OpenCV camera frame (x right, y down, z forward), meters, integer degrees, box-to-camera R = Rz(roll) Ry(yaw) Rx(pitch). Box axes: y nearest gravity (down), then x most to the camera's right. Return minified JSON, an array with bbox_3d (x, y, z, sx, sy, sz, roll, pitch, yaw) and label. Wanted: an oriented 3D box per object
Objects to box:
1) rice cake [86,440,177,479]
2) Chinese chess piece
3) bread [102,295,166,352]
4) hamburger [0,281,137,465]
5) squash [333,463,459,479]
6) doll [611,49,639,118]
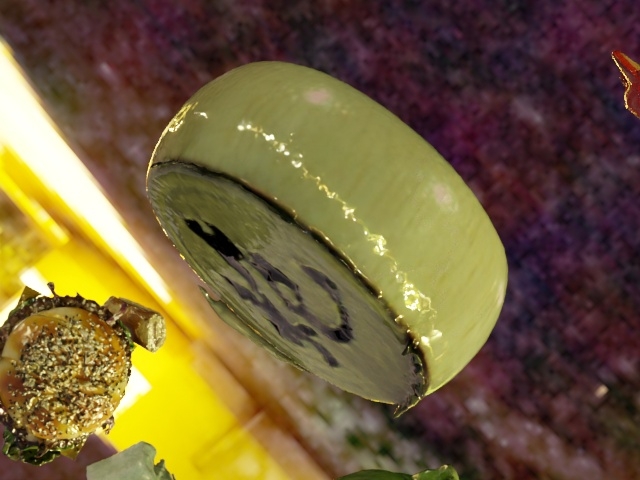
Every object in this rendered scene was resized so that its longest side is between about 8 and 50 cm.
[{"bbox_3d":[-0.091,0.321,1.281,0.336,0.066,0.063,61,-171,5],"label":"rice cake"},{"bbox_3d":[0.000,0.000,1.428,0.349,0.146,0.349,34,158,16],"label":"Chinese chess piece"},{"bbox_3d":[-0.199,0.088,1.682,0.083,0.036,0.047,20,126,44],"label":"bread"},{"bbox_3d":[-0.271,0.143,1.620,0.164,0.189,0.093,18,180,-22],"label":"hamburger"},{"bbox_3d":[-0.020,0.155,0.700,0.068,0.219,0.077,49,-146,-19],"label":"squash"},{"bbox_3d":[0.456,-0.181,2.130,0.169,0.057,0.109,56,175,46],"label":"doll"}]
